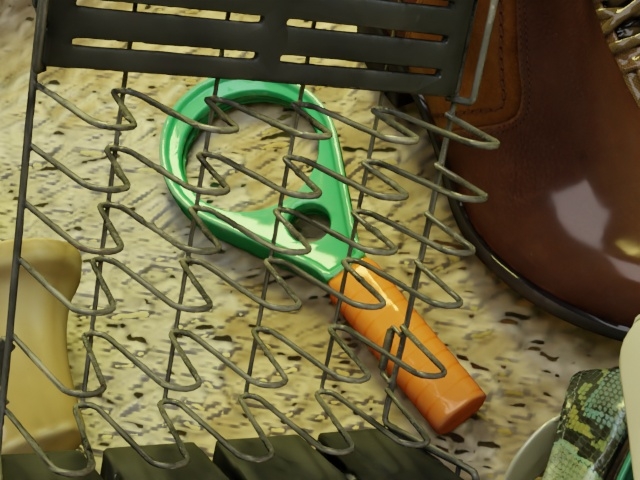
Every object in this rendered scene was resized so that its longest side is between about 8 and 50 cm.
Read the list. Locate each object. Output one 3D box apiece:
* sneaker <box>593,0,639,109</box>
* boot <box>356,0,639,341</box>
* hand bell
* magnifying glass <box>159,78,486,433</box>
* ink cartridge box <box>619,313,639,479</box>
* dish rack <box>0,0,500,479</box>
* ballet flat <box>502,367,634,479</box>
[{"bbox_3d":[0.136,-0.129,0.661,0.066,0.071,0.188,-22,62,-4],"label":"sneaker"},{"bbox_3d":[0.110,-0.119,0.538,0.096,0.280,0.264,-17,59,-17],"label":"boot"},{"bbox_3d":[-0.116,0.133,0.560,0.126,0.126,0.242,-26,74,-5],"label":"hand bell"},{"bbox_3d":[0.000,0.000,0.641,0.092,0.026,0.231,-34,64,-10],"label":"magnifying glass"},{"bbox_3d":[0.253,0.116,0.427,0.272,0.115,0.198,10,61,-22],"label":"ink cartridge box"},{"bbox_3d":[-0.022,0.002,0.500,0.208,0.272,0.074,0,20,-29],"label":"dish rack"},{"bbox_3d":[0.093,0.136,0.544,0.070,0.070,0.188,26,70,20],"label":"ballet flat"}]
